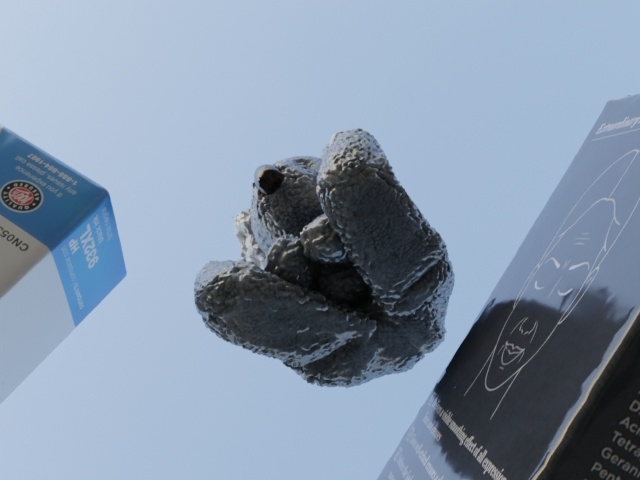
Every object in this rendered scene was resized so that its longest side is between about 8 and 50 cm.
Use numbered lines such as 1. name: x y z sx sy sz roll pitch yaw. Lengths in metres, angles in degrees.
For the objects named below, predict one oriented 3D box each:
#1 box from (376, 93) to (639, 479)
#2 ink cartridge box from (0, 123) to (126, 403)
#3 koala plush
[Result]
1. box: 0.215 0.111 0.597 0.212 0.293 0.395 31 -90 -3
2. ink cartridge box: -0.341 0.043 0.743 0.223 0.129 0.307 31 -122 16
3. koala plush: 0.000 0.000 0.834 0.196 0.221 0.203 -44 -57 8
